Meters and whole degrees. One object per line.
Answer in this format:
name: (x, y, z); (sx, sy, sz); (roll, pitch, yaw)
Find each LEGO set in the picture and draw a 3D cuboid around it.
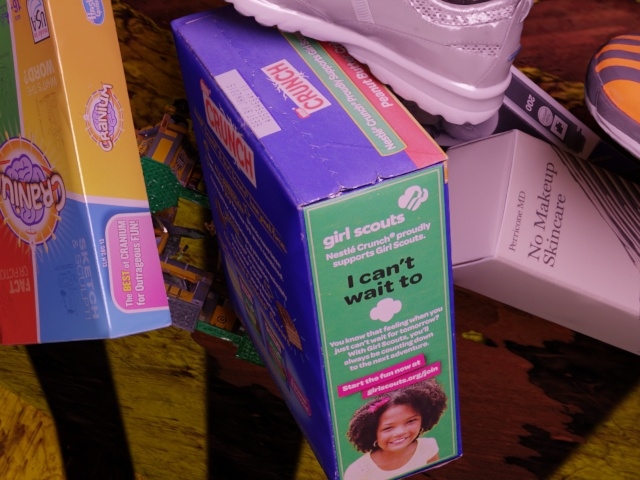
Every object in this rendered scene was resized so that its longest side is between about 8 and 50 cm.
LEGO set: (-0.061, -0.019, 1.517); (0.331, 0.192, 0.255); (14, 129, 3)

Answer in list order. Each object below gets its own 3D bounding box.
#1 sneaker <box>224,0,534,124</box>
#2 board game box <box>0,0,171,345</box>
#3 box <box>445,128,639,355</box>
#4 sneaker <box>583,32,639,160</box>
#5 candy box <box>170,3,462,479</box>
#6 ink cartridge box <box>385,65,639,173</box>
sneaker: (0.025, -0.200, 1.077); (0.281, 0.105, 0.115); (28, 125, 1)
board game box: (-0.249, -0.065, 1.394); (0.064, 0.316, 0.242); (-12, -179, -35)
box: (0.223, 0.011, 1.223); (0.275, 0.113, 0.094); (19, 162, -30)
sneaker: (0.326, -0.105, 0.883); (0.321, 0.124, 0.180); (14, 136, 4)
candy box: (0.000, 0.000, 1.201); (0.268, 0.122, 0.317); (-124, 18, -45)
ink cartridge box: (0.124, -0.086, 1.268); (0.208, 0.045, 0.206); (34, 157, -26)
